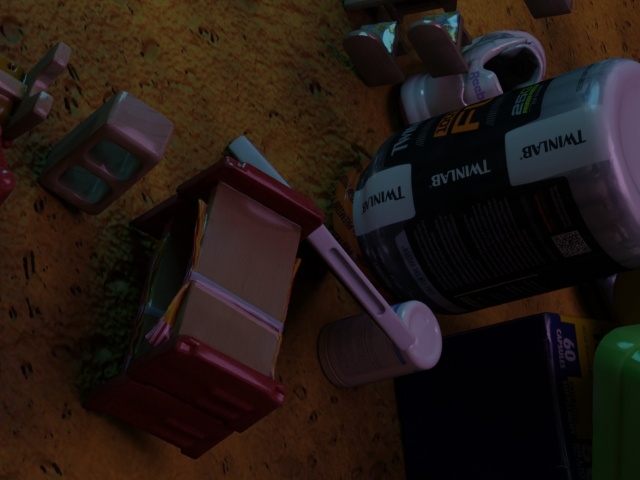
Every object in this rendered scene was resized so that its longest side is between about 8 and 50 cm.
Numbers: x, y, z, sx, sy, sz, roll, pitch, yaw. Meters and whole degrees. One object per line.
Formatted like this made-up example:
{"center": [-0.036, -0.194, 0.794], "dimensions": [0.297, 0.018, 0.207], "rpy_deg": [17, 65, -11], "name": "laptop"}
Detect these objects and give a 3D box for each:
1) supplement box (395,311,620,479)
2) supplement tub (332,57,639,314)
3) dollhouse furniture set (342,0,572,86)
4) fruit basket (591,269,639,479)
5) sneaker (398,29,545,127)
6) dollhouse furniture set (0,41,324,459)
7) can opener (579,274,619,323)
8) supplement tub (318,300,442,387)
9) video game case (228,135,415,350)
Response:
{"center": [0.264, 0.202, 1.923], "dimensions": [0.356, 0.195, 0.194], "rpy_deg": [10, 68, -53], "name": "supplement box"}
{"center": [0.192, -0.043, 1.796], "dimensions": [0.207, 0.338, 0.207], "rpy_deg": [27, 55, -47], "name": "supplement tub"}
{"center": [0.132, -0.310, 1.900], "dimensions": [0.161, 0.242, 0.212], "rpy_deg": [51, 39, -49], "name": "dollhouse furniture set"}
{"center": [0.412, 0.158, 1.766], "dimensions": [0.392, 0.392, 0.283], "rpy_deg": [-23, 116, -56], "name": "fruit basket"}
{"center": [0.215, -0.182, 2.052], "dimensions": [0.305, 0.152, 0.114], "rpy_deg": [-35, 103, -56], "name": "sneaker"}
{"center": [-0.192, -0.005, 1.448], "dimensions": [0.374, 0.152, 0.201], "rpy_deg": [31, 51, -23], "name": "dollhouse furniture set"}
{"center": [0.340, 0.069, 2.217], "dimensions": [0.095, 0.076, 0.283], "rpy_deg": [-31, 105, -22], "name": "can opener"}
{"center": [0.059, 0.103, 1.754], "dimensions": [0.071, 0.107, 0.071], "rpy_deg": [26, 56, -48], "name": "supplement tub"}
{"center": [0.000, 0.000, 1.678], "dimensions": [0.183, 0.023, 0.201], "rpy_deg": [51, -2, -30], "name": "video game case"}
